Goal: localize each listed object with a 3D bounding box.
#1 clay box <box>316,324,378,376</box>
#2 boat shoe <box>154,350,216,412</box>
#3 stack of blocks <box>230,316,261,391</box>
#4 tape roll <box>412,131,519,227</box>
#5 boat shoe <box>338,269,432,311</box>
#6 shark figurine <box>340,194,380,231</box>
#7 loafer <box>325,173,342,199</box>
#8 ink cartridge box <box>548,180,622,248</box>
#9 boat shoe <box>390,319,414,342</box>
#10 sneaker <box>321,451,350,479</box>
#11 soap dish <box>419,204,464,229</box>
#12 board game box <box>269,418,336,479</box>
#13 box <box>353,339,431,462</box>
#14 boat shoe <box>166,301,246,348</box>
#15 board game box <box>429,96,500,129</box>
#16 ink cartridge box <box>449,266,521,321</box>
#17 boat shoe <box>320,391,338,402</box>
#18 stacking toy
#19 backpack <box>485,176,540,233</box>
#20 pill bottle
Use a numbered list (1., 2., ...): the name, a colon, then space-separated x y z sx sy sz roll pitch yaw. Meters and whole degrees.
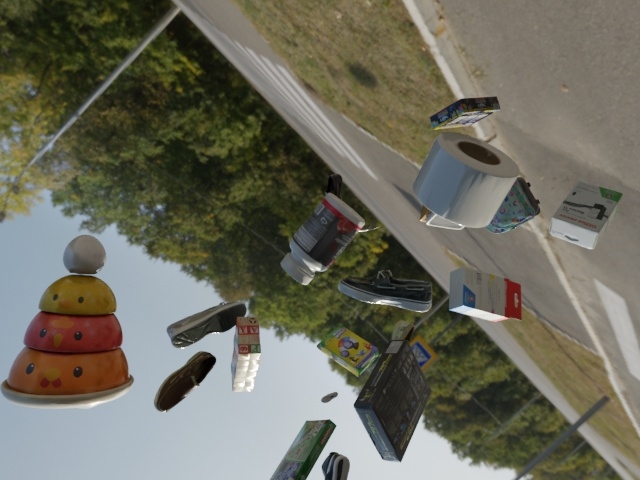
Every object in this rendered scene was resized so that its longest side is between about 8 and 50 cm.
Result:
1. clay box: 0.100 0.420 1.962 0.222 0.127 0.053 28 138 33
2. boat shoe: -0.462 0.484 1.734 0.095 0.257 0.095 -5 126 44
3. stack of blocks: -0.306 0.464 2.035 0.087 0.297 0.171 2 -135 -15
4. tape roll: 0.408 -0.175 1.414 0.246 0.169 0.246 15 -145 -10
5. boat shoe: 0.233 0.159 1.780 0.335 0.119 0.121 9 -166 9
6. shark figurine: 0.145 -0.102 2.505 0.278 0.166 0.116 38 178 4
7. loafer: 0.051 -0.217 2.431 0.080 0.220 0.078 1 177 43
8. ink cartridge box: 0.888 -0.088 1.683 0.153 0.208 0.087 26 150 34
9. boat shoe: 0.389 0.538 2.473 0.089 0.285 0.104 12 179 40
10. sneaker: 0.039 0.856 1.757 0.079 0.217 0.121 23 163 -17
11. soap dish: 0.593 -0.174 2.169 0.228 0.291 0.118 7 -126 -23
12. board game box: -0.079 0.855 1.981 0.046 0.317 0.213 43 147 -8
13. box: 0.185 0.389 1.237 0.233 0.059 0.183 -48 -62 -44
14. boat shoe: -0.451 0.318 2.001 0.103 0.320 0.118 43 151 44
15. board game box: 0.458 -0.404 1.591 0.141 0.170 0.048 -19 85 58
16. ink cartridge box: 0.536 0.181 1.628 0.231 0.134 0.078 16 156 -17
17. boat shoe: 0.042 0.802 2.567 0.035 0.100 0.035 65 151 6
18. stacking toy: -0.722 0.222 1.476 0.350 0.480 0.350 3 178 0
19. backpack: 0.876 -0.154 2.384 0.191 0.253 0.225 -22 -97 -44
20. pill bottle: 0.000 0.000 1.825 0.176 0.318 0.176 38 -171 -7
